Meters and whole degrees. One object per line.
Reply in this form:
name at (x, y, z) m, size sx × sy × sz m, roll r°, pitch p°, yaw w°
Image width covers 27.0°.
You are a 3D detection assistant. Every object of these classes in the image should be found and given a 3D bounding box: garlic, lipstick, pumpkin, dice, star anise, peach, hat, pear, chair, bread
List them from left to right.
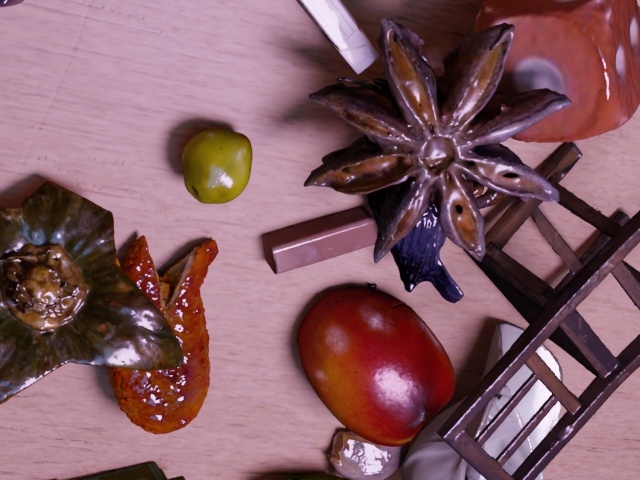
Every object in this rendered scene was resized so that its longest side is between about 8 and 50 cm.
pumpkin at (-0.326, 0.067, 1.573) m, size 0.290 × 0.095 × 0.258 m, roll -17°, pitch 89°, yaw -22°
bread at (-0.199, 0.126, 1.705) m, size 0.139 × 0.095 × 0.269 m, roll -4°, pitch 114°, yaw -30°
pear at (-0.125, -0.092, 1.628) m, size 0.097 × 0.092 × 0.092 m, roll -35°, pitch 127°, yaw -23°
lipstick at (0.000, 0.000, 1.752) m, size 0.145 × 0.045 × 0.045 m, roll -17°, pitch 124°, yaw -15°
peach at (0.071, 0.166, 1.826) m, size 0.196 × 0.226 × 0.190 m, roll -38°, pitch 170°, yaw -42°
garlic at (0.082, 0.311, 1.944) m, size 0.152 × 0.066 × 0.084 m, roll -5°, pitch 116°, yaw -19°
star anise at (0.137, -0.118, 1.586) m, size 0.331 × 0.117 × 0.332 m, roll 2°, pitch 115°, yaw 3°
hat at (0.226, 0.263, 1.953) m, size 0.258 × 0.168 × 0.301 m, roll 17°, pitch 85°, yaw -54°
chair at (0.296, 0.104, 1.798) m, size 0.416 × 0.240 × 0.203 m, roll -45°, pitch 125°, yaw -2°
dice at (0.301, -0.231, 1.644) m, size 0.179 × 0.174 × 0.175 m, roll -44°, pitch 127°, yaw -48°

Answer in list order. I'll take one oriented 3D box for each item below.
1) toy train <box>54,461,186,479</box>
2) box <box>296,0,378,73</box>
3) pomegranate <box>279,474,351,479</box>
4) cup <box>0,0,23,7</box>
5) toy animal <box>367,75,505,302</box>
toy train at (-0.278, 0.365, 1.776) m, size 0.225 × 0.137 × 0.090 m, roll -9°, pitch 116°, yaw -24°
box at (0.004, -0.275, 1.581) m, size 0.040 × 0.084 × 0.154 m, roll -40°, pitch 124°, yaw 1°
pomegranate at (0.016, 0.451, 1.857) m, size 0.236 × 0.302 × 0.236 m, roll -8°, pitch 103°, yaw -41°
cup at (-0.412, -0.271, 1.330) m, size 0.252 × 0.200 × 0.192 m, roll 5°, pitch 114°, yaw -26°
toy animal at (0.144, -0.065, 1.735) m, size 0.185 × 0.122 × 0.298 m, roll -2°, pitch 106°, yaw -27°
